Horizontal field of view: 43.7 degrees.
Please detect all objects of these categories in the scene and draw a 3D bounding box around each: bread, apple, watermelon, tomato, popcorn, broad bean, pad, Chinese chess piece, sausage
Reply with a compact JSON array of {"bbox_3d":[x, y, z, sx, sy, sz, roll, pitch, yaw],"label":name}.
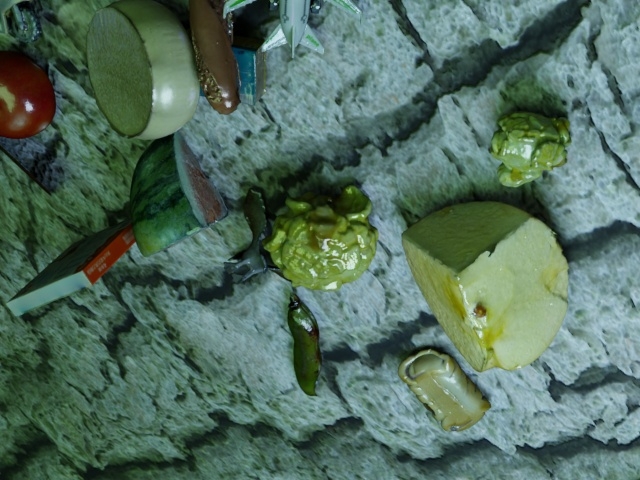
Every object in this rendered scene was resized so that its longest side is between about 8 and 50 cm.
[{"bbox_3d":[0.289,0.342,1.843,0.134,0.081,0.225,-31,106,28],"label":"bread"},{"bbox_3d":[0.325,0.098,1.570,0.314,0.252,0.309,-9,130,27],"label":"apple"},{"bbox_3d":[-0.307,-0.092,1.760,0.213,0.201,0.261,-29,66,34],"label":"watermelon"},{"bbox_3d":[-0.671,-0.311,1.726,0.195,0.136,0.195,4,119,7],"label":"tomato"},{"bbox_3d":[0.003,-0.010,1.655,0.235,0.181,0.216,16,119,2],"label":"popcorn"},{"bbox_3d":[-0.034,0.256,1.916,0.077,0.061,0.338,9,124,23],"label":"broad bean"},{"bbox_3d":[-0.718,-0.200,1.830,0.267,0.004,0.181,46,166,-11],"label":"pad"},{"bbox_3d":[0.375,-0.177,1.443,0.162,0.141,0.135,-37,66,14],"label":"popcorn"},{"bbox_3d":[-0.349,-0.330,1.552,0.270,0.112,0.269,25,125,41],"label":"Chinese chess piece"},{"bbox_3d":[-0.197,-0.394,1.461,0.079,0.087,0.326,-4,93,28],"label":"sausage"}]

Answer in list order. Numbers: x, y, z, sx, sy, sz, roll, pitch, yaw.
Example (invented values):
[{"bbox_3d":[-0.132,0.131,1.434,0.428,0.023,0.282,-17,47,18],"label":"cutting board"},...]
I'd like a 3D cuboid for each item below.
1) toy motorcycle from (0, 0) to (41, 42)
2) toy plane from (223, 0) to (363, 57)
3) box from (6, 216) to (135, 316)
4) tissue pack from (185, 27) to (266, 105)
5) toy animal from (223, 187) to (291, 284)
[{"bbox_3d":[-0.661,-0.494,1.644,0.229,0.094,0.129,22,123,21],"label":"toy motorcycle"},{"bbox_3d":[-0.046,-0.448,1.412,0.251,0.101,0.255,2,133,-4],"label":"toy plane"},{"bbox_3d":[-0.551,0.052,1.841,0.265,0.273,0.048,-20,112,30],"label":"box"},{"bbox_3d":[-0.192,-0.343,1.568,0.169,0.082,0.119,12,124,13],"label":"tissue pack"},{"bbox_3d":[-0.156,0.030,1.774,0.197,0.160,0.272,-16,108,30],"label":"toy animal"}]
